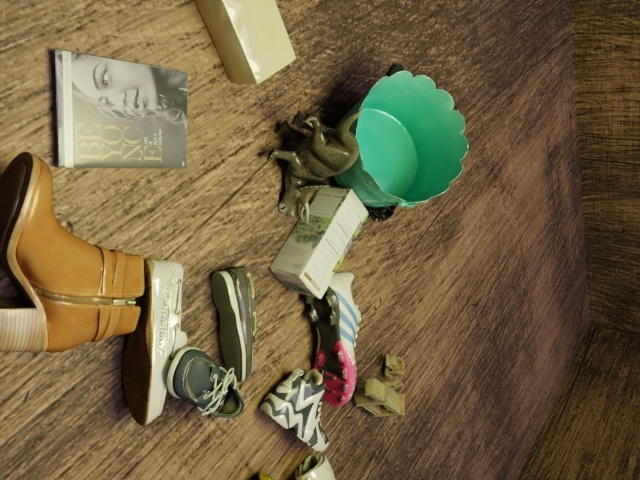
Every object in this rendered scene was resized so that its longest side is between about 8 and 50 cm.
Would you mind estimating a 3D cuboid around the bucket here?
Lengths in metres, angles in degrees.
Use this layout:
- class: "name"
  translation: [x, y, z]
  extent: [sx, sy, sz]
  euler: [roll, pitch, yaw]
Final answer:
- class: "bucket"
  translation: [0.160, -0.203, 1.191]
  extent: [0.281, 0.183, 0.281]
  euler: [2, 84, -21]

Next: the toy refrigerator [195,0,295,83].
- class: "toy refrigerator"
  translation: [-0.150, -0.415, 0.931]
  extent: [0.102, 0.094, 0.270]
  euler: [-43, 127, -26]

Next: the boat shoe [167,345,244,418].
- class: "boat shoe"
  translation: [-0.197, 0.264, 0.970]
  extent: [0.255, 0.079, 0.095]
  euler: [80, 33, -55]

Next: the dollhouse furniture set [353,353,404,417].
- class: "dollhouse furniture set"
  translation: [0.144, 0.368, 1.468]
  extent: [0.182, 0.101, 0.161]
  euler: [45, 40, -44]

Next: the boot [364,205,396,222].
- class: "boot"
  translation: [0.142, -0.097, 1.327]
  extent: [0.121, 0.099, 0.045]
  euler: [-51, 133, -29]

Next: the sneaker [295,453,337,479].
- class: "sneaker"
  translation: [0.028, 0.598, 1.333]
  extent: [0.108, 0.169, 0.292]
  euler: [-28, 161, 5]

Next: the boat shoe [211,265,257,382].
- class: "boat shoe"
  translation: [-0.154, 0.162, 1.059]
  extent: [0.068, 0.081, 0.228]
  euler: [-18, 109, -41]

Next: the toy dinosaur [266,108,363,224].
- class: "toy dinosaur"
  translation: [0.002, -0.176, 1.073]
  extent: [0.160, 0.313, 0.121]
  euler: [32, 45, -24]

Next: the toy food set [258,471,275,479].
- class: "toy food set"
  translation: [-0.095, 0.600, 1.205]
  extent: [0.071, 0.128, 0.218]
  euler: [-41, 135, -9]

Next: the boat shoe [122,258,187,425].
- class: "boat shoe"
  translation: [-0.267, 0.169, 0.919]
  extent: [0.096, 0.098, 0.277]
  euler: [1, 96, -48]

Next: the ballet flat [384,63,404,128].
- class: "ballet flat"
  translation: [0.186, -0.348, 1.346]
  extent: [0.074, 0.074, 0.203]
  euler: [40, 68, -46]

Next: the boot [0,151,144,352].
- class: "boot"
  translation: [-0.348, 0.025, 0.783]
  extent: [0.220, 0.109, 0.284]
  euler: [2, 99, -48]

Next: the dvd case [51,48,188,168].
- class: "dvd case"
  translation: [-0.305, -0.196, 0.856]
  extent: [0.221, 0.018, 0.165]
  euler: [-7, 104, -48]

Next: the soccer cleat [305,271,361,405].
- class: "soccer cleat"
  translation: [0.051, 0.229, 1.285]
  extent: [0.143, 0.116, 0.332]
  euler: [-29, 121, -48]

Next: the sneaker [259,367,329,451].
- class: "sneaker"
  translation: [-0.021, 0.375, 1.249]
  extent: [0.153, 0.094, 0.235]
  euler: [-53, 124, -16]

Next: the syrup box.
- class: "syrup box"
  translation: [0.000, 0.000, 1.191]
  extent: [0.096, 0.093, 0.237]
  euler: [50, 61, -43]
